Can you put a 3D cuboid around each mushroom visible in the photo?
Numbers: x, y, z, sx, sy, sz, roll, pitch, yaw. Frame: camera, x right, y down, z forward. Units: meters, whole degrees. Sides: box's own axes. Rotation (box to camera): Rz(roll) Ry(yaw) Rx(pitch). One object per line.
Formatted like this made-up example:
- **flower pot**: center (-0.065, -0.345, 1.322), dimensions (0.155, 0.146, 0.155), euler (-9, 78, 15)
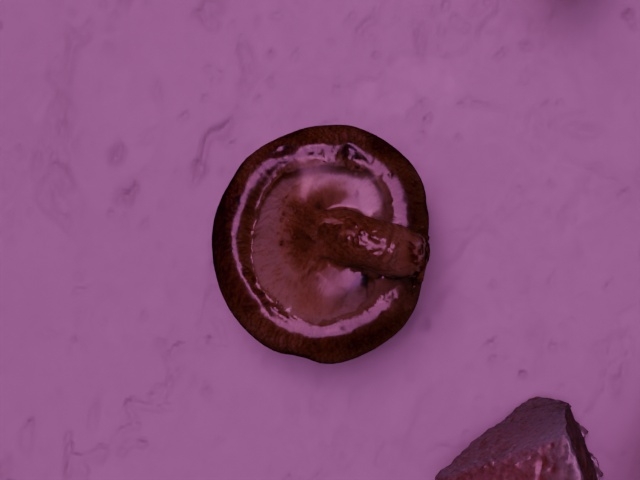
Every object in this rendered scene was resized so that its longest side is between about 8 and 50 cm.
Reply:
- **mushroom**: center (0.000, 0.000, 0.612), dimensions (0.127, 0.087, 0.127), euler (-1, 81, 3)

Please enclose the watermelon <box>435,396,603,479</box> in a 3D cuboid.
- **watermelon**: center (0.112, 0.200, 0.581), dimensions (0.154, 0.094, 0.241), euler (-6, 80, 16)
